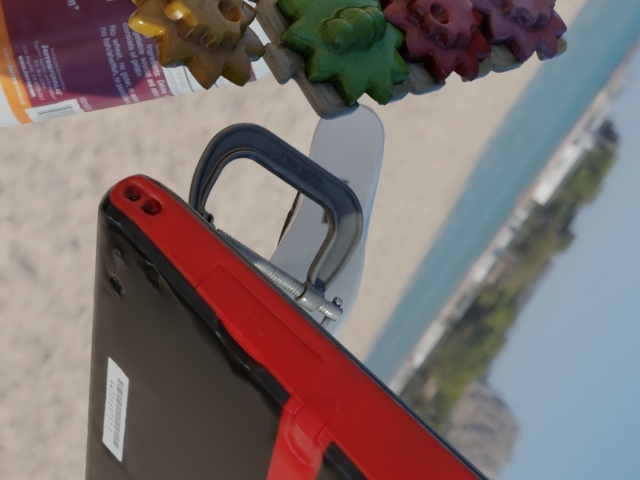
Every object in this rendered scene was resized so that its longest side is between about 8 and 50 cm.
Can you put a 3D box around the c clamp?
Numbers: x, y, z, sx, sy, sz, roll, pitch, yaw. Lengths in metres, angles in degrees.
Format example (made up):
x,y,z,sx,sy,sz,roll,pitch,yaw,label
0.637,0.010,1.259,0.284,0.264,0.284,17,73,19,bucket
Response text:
x,y,z,sx,sy,sz,roll,pitch,yaw,label
-0.035,0.000,1.365,0.137,0.161,0.022,-55,-158,-12,c clamp

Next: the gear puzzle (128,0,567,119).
x,y,z,sx,sy,sz,roll,pitch,yaw,label
0.014,-0.158,1.086,0.339,0.175,0.044,-19,163,-46,gear puzzle

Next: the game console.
x,y,z,sx,sy,sz,roll,pitch,yaw,label
-0.004,0.175,1.023,0.060,0.342,0.386,-34,158,-26,game console

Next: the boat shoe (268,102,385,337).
x,y,z,sx,sy,sz,roll,pitch,yaw,label
0.000,0.000,1.555,0.076,0.080,0.228,91,10,-73,boat shoe

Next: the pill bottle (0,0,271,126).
x,y,z,sx,sy,sz,roll,pitch,yaw,label
-0.164,-0.258,1.956,0.392,0.224,0.224,-11,175,1,pill bottle
